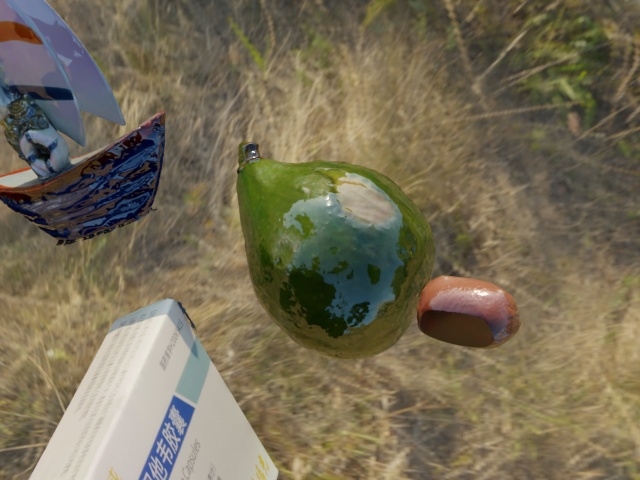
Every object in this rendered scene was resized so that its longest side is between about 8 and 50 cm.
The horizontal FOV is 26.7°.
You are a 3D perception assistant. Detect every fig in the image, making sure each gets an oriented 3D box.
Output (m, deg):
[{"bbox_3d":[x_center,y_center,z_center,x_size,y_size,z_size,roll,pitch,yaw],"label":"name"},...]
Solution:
[{"bbox_3d":[0.000,0.000,1.351,0.245,0.195,0.195,37,77,16],"label":"fig"}]

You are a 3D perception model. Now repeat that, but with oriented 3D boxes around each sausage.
[{"bbox_3d":[0.128,0.061,1.162,0.054,0.094,0.059,-45,134,-47],"label":"sausage"}]

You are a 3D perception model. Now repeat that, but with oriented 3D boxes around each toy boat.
[{"bbox_3d":[-0.229,-0.135,1.151,0.219,0.318,0.072,10,34,26],"label":"toy boat"}]

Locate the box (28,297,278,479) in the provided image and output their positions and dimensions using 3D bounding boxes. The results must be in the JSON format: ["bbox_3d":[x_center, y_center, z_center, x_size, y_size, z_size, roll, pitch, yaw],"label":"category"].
[{"bbox_3d":[-0.126,0.205,1.052,0.065,0.343,0.200,-24,108,16],"label":"box"}]
